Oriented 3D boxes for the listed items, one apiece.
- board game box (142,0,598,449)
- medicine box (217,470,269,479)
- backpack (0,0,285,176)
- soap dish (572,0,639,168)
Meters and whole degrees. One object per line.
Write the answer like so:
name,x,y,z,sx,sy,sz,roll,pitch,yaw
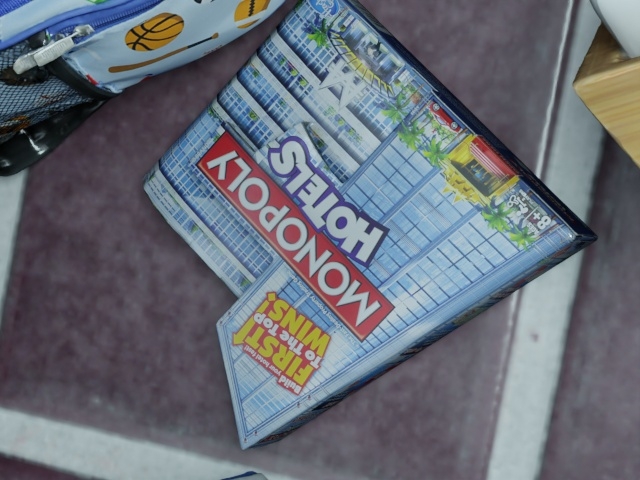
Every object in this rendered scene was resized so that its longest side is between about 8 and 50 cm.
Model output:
board game box,0.000,0.000,0.955,0.194,0.060,0.194,45,102,14
medicine box,-0.085,0.304,0.933,0.289,0.149,0.263,-39,78,14
backpack,-0.138,-0.193,0.939,0.263,0.213,0.276,-17,81,8
soap dish,0.255,-0.102,0.747,0.291,0.229,0.118,-16,101,18
